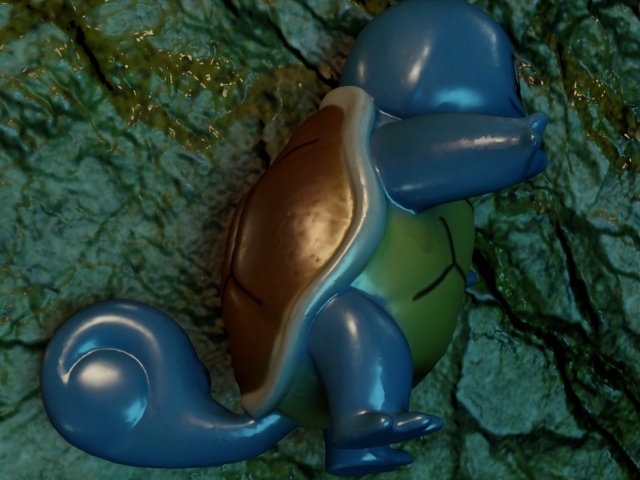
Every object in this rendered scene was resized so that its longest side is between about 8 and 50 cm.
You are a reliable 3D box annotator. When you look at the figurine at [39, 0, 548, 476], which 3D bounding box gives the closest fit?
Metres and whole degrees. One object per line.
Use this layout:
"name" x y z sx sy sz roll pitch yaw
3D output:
"figurine" 0.023 0.029 0.686 0.416 0.243 0.298 -46 159 -12
